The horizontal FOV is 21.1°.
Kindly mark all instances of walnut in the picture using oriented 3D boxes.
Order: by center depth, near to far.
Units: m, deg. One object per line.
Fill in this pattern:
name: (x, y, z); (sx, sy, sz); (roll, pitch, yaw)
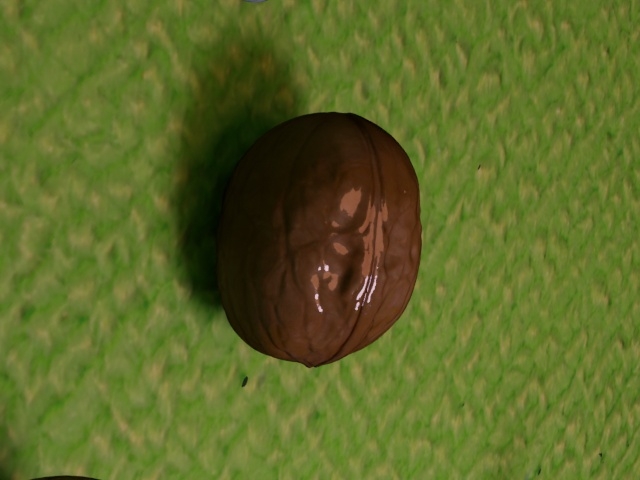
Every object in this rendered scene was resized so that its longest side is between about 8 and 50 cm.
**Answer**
walnut: (0.000, 0.000, 1.365); (0.167, 0.167, 0.207); (-4, 103, -53)

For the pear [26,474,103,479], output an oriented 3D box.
pear: (-0.166, 0.293, 1.119); (0.281, 0.281, 0.281); (-17, 111, -51)

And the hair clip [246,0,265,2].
hair clip: (0.120, -0.368, 1.376); (0.318, 0.238, 0.392); (1, 97, -56)
